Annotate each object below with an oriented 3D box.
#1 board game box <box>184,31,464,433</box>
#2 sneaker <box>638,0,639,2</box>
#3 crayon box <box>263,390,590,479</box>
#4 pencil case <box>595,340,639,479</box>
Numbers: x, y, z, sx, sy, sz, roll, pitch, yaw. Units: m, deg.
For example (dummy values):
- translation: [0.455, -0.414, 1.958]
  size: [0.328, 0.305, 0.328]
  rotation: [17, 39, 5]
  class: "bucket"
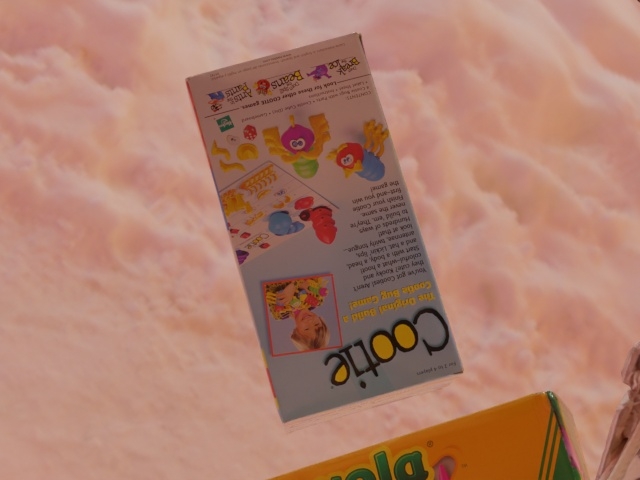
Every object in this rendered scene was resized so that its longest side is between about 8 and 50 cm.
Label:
- translation: [0.000, 0.000, 0.952]
  size: [0.144, 0.142, 0.275]
  rotation: [-15, 78, -4]
  class: "board game box"
- translation: [0.249, -0.157, 0.632]
  size: [0.094, 0.153, 0.235]
  rotation: [19, 86, -47]
  class: "sneaker"
- translation: [0.033, 0.211, 0.685]
  size: [0.081, 0.278, 0.165]
  rotation: [43, 30, -61]
  class: "crayon box"
- translation: [0.075, 0.205, 0.355]
  size: [0.183, 0.410, 0.160]
  rotation: [37, -4, 25]
  class: "pencil case"
